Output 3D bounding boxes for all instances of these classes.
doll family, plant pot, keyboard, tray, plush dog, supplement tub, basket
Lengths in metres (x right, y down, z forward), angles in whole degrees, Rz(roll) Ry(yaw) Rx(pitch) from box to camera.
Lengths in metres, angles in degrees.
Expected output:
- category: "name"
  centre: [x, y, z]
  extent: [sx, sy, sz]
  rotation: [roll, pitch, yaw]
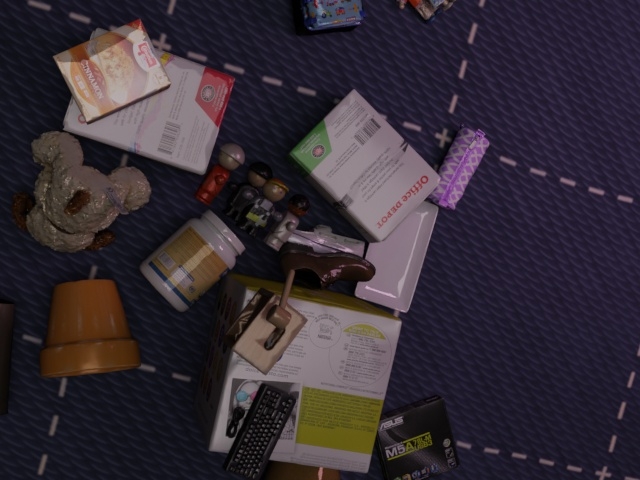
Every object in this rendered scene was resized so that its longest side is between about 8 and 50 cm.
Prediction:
- category: "doll family"
  centre: [0.276, -0.641, 1.982]
  extent: [0.163, 0.118, 0.263]
  rotation: [43, 83, -14]
- category: "plant pot"
  centre: [-0.046, 0.582, 1.952]
  extent: [0.237, 0.237, 0.254]
  rotation: [10, 81, -16]
- category: "keyboard"
  centre: [-0.128, 0.366, 1.652]
  extent: [0.108, 0.023, 0.180]
  rotation: [26, 87, -15]
- category: "tray"
  centre: [0.178, 0.024, 2.043]
  extent: [0.145, 0.030, 0.270]
  rotation: [19, 83, -17]
- category: "plush dog"
  centre: [-0.513, -0.061, 1.778]
  extent: [0.263, 0.210, 0.225]
  rotation: [26, 129, -18]
- category: "plant pot"
  centre: [-0.490, 0.184, 1.811]
  extent: [0.205, 0.205, 0.187]
  rotation: [-4, 80, -15]
- category: "supplement tub"
  centre: [-0.277, 0.042, 1.873]
  extent: [0.200, 0.144, 0.144]
  rotation: [-43, 104, -8]
- category: "basket"
  centre: [-0.719, 0.227, 1.769]
  extent: [0.204, 0.154, 0.226]
  rotation: [15, 87, -17]

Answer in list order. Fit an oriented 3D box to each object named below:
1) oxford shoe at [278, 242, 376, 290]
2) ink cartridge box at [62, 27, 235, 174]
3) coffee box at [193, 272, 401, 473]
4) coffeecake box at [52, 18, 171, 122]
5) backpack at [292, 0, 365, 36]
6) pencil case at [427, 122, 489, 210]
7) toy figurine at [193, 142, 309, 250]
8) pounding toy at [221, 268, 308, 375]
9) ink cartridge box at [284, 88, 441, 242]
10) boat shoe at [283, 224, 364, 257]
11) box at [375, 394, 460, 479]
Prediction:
- category: "oxford shoe"
  centre: [0.017, 0.075, 1.925]
  extent: [0.227, 0.082, 0.096]
  rotation: [7, 50, -16]
- category: "ink cartridge box"
  centre: [-0.364, -0.289, 1.830]
  extent: [0.306, 0.131, 0.226]
  rotation: [19, 89, -14]
- category: "coffee box"
  centre: [-0.063, 0.269, 1.849]
  extent: [0.338, 0.338, 0.334]
  rotation: [12, 91, -15]
- category: "coffeecake box"
  centre: [-0.413, -0.335, 1.712]
  extent: [0.186, 0.068, 0.142]
  rotation: [-27, 99, -11]
- category: "backpack"
  centre: [0.013, -0.555, 1.920]
  extent: [0.158, 0.117, 0.173]
  rotation: [-9, 94, -15]
- category: "pencil case"
  centre: [0.330, -0.171, 2.051]
  extent: [0.086, 0.088, 0.206]
  rotation: [27, 88, -14]
- category: "toy figurine"
  centre: [-0.139, -0.095, 1.851]
  extent: [0.210, 0.213, 0.148]
  rotation: [34, 90, 29]
- category: "pounding toy"
  centre: [-0.075, 0.149, 1.558]
  extent: [0.094, 0.206, 0.181]
  rotation: [40, 82, -13]
- category: "ink cartridge box"
  centre: [0.094, -0.162, 1.952]
  extent: [0.211, 0.121, 0.289]
  rotation: [-45, 96, -8]
- category: "boat shoe"
  centre: [0.000, 0.000, 1.988]
  extent: [0.226, 0.083, 0.075]
  rotation: [21, 78, -28]
- category: "box"
  centre: [0.231, 0.494, 2.099]
  extent: [0.191, 0.045, 0.184]
  rotation: [-16, 101, -14]
